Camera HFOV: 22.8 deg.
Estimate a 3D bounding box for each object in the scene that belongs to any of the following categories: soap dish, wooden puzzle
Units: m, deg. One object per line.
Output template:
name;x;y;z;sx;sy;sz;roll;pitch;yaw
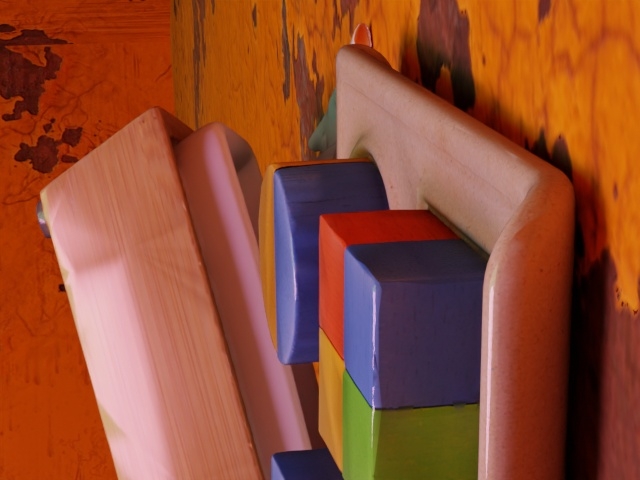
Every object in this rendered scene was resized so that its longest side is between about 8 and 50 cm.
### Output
soap dish;-0.071;0.074;0.966;0.229;0.118;0.291;10;-116;-88
wooden puzzle;0.026;0.098;0.679;0.348;0.080;0.322;-117;25;-73

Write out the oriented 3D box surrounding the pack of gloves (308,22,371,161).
pack of gloves;0.000;0.000;0.973;0.232;0.046;0.195;116;152;-75
